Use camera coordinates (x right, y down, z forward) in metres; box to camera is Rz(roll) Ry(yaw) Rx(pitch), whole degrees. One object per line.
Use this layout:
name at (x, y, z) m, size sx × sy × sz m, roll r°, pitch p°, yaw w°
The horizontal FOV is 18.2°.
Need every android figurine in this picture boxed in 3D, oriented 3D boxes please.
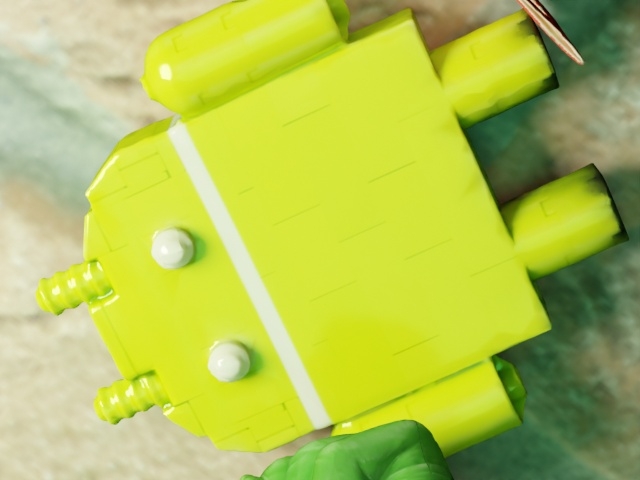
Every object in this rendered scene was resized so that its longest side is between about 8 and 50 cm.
android figurine at (0.000, 0.000, 0.957) m, size 0.273 × 0.056 × 0.248 m, roll -23°, pitch 104°, yaw 5°

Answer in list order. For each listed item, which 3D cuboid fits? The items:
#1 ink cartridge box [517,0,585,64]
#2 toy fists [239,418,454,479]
ink cartridge box at (0.059, -0.192, 0.861) m, size 0.078 × 0.134 × 0.231 m, roll -41°, pitch 101°, yaw 10°
toy fists at (-0.020, 0.196, 0.936) m, size 0.096 × 0.142 × 0.279 m, roll 14°, pitch 130°, yaw -23°
